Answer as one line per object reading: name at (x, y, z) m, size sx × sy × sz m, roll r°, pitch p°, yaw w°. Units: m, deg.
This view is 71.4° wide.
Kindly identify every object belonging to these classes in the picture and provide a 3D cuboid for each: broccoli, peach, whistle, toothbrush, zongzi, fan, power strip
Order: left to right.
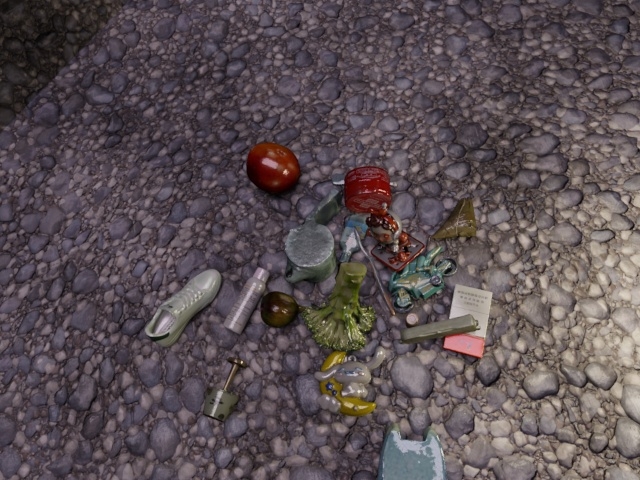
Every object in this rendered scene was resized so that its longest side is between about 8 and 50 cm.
peach at (-0.197, -0.309, 1.892) m, size 0.243 × 0.199 × 0.243 m, roll 17°, pitch 38°, yaw -14°
whistle at (-0.025, -0.016, 1.758) m, size 0.188 × 0.168 × 0.405 m, roll 4°, pitch 64°, yaw 9°
broccoli at (0.105, 0.224, 1.546) m, size 0.252 × 0.361 × 0.221 m, roll 32°, pitch 41°, yaw -5°
fan at (0.187, -0.246, 1.899) m, size 0.282 × 0.023 × 0.057 m, roll 9°, pitch 68°, yaw 14°
toothbrush at (0.207, 0.113, 1.713) m, size 0.037 × 0.028 × 0.375 m, roll -18°, pitch 75°, yaw -14°
power strip at (0.412, 0.317, 1.571) m, size 0.286 × 0.080 × 0.048 m, roll -18°, pitch 57°, yaw 19°
zongzi at (0.515, -0.097, 1.760) m, size 0.178 × 0.081 × 0.189 m, roll -7°, pitch 61°, yaw 17°

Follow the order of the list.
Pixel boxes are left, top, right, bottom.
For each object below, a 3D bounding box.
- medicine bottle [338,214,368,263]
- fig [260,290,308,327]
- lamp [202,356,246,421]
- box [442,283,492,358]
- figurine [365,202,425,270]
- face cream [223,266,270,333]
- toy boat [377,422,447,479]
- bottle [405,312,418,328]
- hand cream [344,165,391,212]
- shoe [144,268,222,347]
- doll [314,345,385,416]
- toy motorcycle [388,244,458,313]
medicine bottle at (0.125, -0.001, 1.786) m, size 0.090 × 0.054 × 0.208 m, roll 19°, pitch 72°, yaw 12°
fig at (-0.104, 0.264, 1.689) m, size 0.245 × 0.149 × 0.149 m, roll 6°, pitch 66°, yaw -15°
lamp at (-0.343, 0.533, 1.605) m, size 0.121 × 0.121 × 0.215 m, roll 14°, pitch 62°, yaw 14°
box at (0.533, 0.289, 1.613) m, size 0.139 × 0.035 × 0.245 m, roll 14°, pitch 70°, yaw 14°
figurine at (0.250, -0.038, 1.657) m, size 0.160 × 0.226 × 0.183 m, roll -40°, pitch 39°, yaw -9°
face cream at (-0.282, 0.230, 1.740) m, size 0.082 × 0.082 × 0.269 m, roll 23°, pitch 73°, yaw 17°
toy boat at (0.290, 0.765, 1.428) m, size 0.215 × 0.123 × 0.330 m, roll 3°, pitch 57°, yaw 2°
bottle at (0.329, 0.293, 1.608) m, size 0.045 × 0.096 × 0.045 m, roll -3°, pitch 66°, yaw 8°
hand cream at (0.188, -0.201, 1.788) m, size 0.193 × 0.193 × 0.125 m, roll -1°, pitch 68°, yaw 8°
shoe at (-0.538, 0.245, 1.731) m, size 0.132 × 0.160 × 0.363 m, roll 33°, pitch 77°, yaw 18°
doll at (0.099, 0.486, 1.557) m, size 0.252 × 0.111 × 0.237 m, roll -5°, pitch 58°, yaw 18°
toy motorcycle at (0.366, 0.136, 1.675) m, size 0.296 × 0.109 × 0.198 m, roll -33°, pitch 57°, yaw -3°
